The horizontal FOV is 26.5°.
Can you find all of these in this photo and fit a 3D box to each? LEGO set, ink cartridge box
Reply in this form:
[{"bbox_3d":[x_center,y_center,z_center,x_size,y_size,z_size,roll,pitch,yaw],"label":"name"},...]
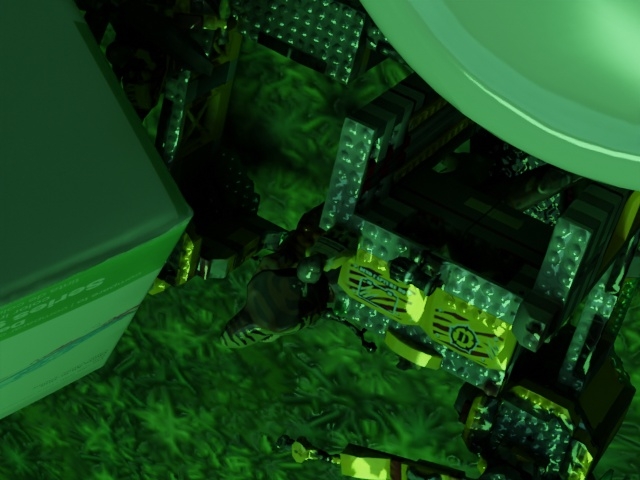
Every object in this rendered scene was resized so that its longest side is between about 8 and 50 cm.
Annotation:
[{"bbox_3d":[0.000,0.000,0.581,0.331,0.192,0.255,34,127,14],"label":"LEGO set"},{"bbox_3d":[-0.143,-0.022,0.547,0.154,0.093,0.212,60,158,8],"label":"ink cartridge box"}]

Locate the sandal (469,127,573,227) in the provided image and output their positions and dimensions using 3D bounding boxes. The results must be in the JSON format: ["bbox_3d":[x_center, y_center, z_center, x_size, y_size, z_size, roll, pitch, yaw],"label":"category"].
[{"bbox_3d":[0.096,-0.022,0.666,0.067,0.040,0.179,13,121,11],"label":"sandal"}]

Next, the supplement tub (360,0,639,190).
[{"bbox_3d":[0.125,-0.156,0.382,0.191,0.272,0.191,13,130,16],"label":"supplement tub"}]
